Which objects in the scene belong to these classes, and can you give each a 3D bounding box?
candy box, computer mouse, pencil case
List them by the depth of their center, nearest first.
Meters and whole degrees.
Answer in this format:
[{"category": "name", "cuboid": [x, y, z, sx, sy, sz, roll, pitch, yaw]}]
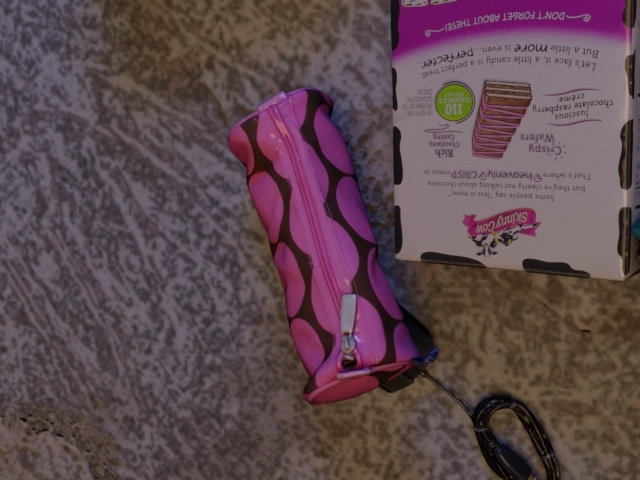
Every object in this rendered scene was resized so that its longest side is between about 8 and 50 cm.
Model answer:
[{"category": "candy box", "cuboid": [0.127, -0.100, 0.523, 0.159, 0.071, 0.233, 6, 101, 38]}, {"category": "pencil case", "cuboid": [0.000, 0.000, 0.557, 0.095, 0.098, 0.209, -23, 75, 13]}, {"category": "computer mouse", "cuboid": [0.078, 0.108, 0.612, 0.242, 0.041, 0.071, 38, 105, 5]}]

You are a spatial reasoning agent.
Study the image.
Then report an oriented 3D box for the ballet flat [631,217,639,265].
[{"category": "ballet flat", "cuboid": [0.311, -0.064, 0.463, 0.316, 0.107, 0.106, -43, 89, -3]}]
